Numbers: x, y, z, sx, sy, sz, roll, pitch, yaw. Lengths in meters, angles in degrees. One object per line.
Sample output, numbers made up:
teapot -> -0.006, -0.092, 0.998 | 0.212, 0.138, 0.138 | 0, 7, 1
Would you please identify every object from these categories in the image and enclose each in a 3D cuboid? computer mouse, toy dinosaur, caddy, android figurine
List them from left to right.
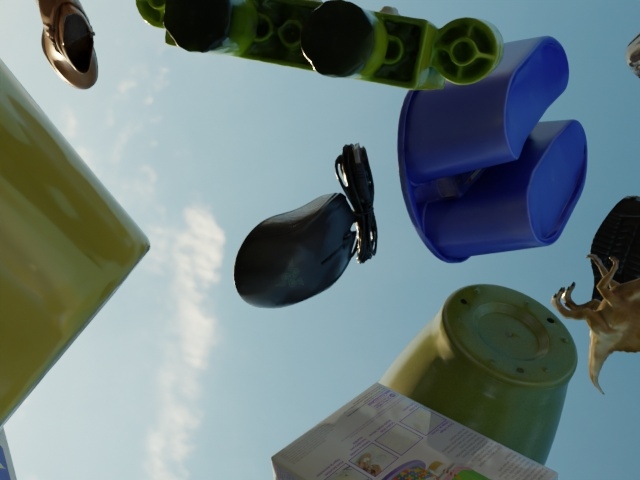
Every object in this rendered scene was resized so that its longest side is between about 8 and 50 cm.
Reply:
computer mouse -> 0.000, 0.000, 1.080 | 0.072, 0.272, 0.188 | 16, -53, 39
android figurine -> 0.004, -0.145, 0.573 | 0.248, 0.273, 0.056 | 13, -75, 14
caddy -> 0.211, -0.118, 1.043 | 0.179, 0.241, 0.341 | -5, -154, 35
toy dinosaur -> 0.263, 0.075, 0.757 | 0.092, 0.053, 0.183 | 40, -45, 25

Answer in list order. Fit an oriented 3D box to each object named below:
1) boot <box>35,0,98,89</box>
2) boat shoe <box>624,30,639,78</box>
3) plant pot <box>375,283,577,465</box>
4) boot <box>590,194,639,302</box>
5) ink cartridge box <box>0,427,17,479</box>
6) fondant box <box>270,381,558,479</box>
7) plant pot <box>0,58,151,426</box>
boot -> -0.352, -0.271, 1.160 | 0.073, 0.197, 0.152 | -28, -133, -14
boat shoe -> 0.563, -0.272, 1.049 | 0.324, 0.116, 0.123 | -17, -147, 38
plant pot -> 0.270, 0.278, 1.437 | 0.366, 0.366, 0.353 | -118, -146, -43
boot -> 0.412, 0.012, 1.085 | 0.077, 0.137, 0.198 | 21, -54, 26
ink cartridge box -> -0.283, 0.182, 0.551 | 0.065, 0.165, 0.332 | -53, -147, -3
fondant box -> 0.127, 0.350, 1.146 | 0.330, 0.238, 0.096 | 20, -55, 41
plant pot -> -0.238, -0.012, 0.460 | 0.254, 0.239, 0.254 | -49, -172, 9
